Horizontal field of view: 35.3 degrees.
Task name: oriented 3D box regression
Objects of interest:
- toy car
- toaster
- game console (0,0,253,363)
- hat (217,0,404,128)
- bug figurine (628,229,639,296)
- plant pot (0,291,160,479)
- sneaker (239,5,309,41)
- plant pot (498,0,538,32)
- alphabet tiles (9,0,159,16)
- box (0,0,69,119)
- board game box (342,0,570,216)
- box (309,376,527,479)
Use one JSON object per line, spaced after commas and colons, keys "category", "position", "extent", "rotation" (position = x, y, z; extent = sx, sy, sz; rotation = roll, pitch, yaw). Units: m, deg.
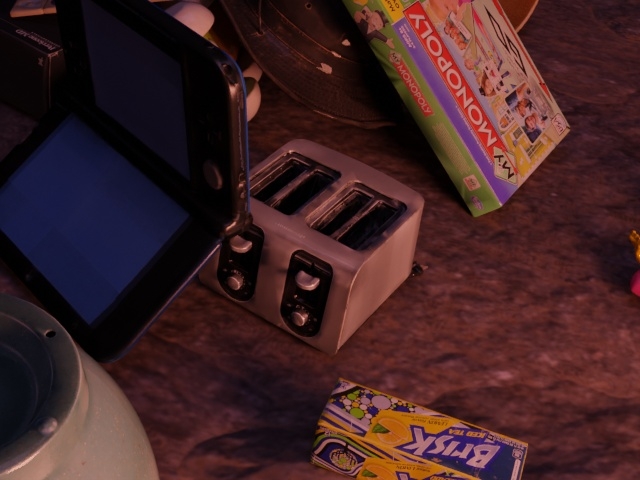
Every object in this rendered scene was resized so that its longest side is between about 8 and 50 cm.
{"category": "toy car", "position": [-0.157, -0.216, 1.211], "extent": [0.136, 0.159, 0.182], "rotation": [-23, 36, 17]}
{"category": "toaster", "position": [0.000, 0.000, 0.989], "extent": [0.168, 0.110, 0.186], "rotation": [29, 43, 20]}
{"category": "game console", "position": [-0.213, -0.084, 0.913], "extent": [0.173, 0.250, 0.293], "rotation": [-29, 49, -30]}
{"category": "hat", "position": [0.015, -0.291, 1.215], "extent": [0.331, 0.134, 0.331], "rotation": [32, 31, -21]}
{"category": "bug figurine", "position": [0.442, 0.057, 1.040], "extent": [0.216, 0.072, 0.279], "rotation": [-14, 49, -17]}
{"category": "plant pot", "position": [-0.247, 0.158, 0.682], "extent": [0.293, 0.196, 0.293], "rotation": [6, 40, -5]}
{"category": "sneaker", "position": [-0.054, -0.342, 1.388], "extent": [0.131, 0.112, 0.319], "rotation": [21, 42, 18]}
{"category": "plant pot", "position": [0.166, -0.424, 1.469], "extent": [0.237, 0.237, 0.254], "rotation": [-27, 36, -36]}
{"category": "alphabet tiles", "position": [-0.256, -0.340, 1.232], "extent": [0.198, 0.009, 0.237], "rotation": [-5, 39, 5]}
{"category": "box", "position": [-0.362, -0.264, 1.240], "extent": [0.261, 0.103, 0.184], "rotation": [28, 39, 21]}
{"category": "board game box", "position": [0.160, -0.213, 1.172], "extent": [0.317, 0.046, 0.213], "rotation": [57, 45, -10]}
{"category": "box", "position": [0.081, 0.177, 0.836], "extent": [0.169, 0.054, 0.059], "rotation": [18, 40, 10]}
